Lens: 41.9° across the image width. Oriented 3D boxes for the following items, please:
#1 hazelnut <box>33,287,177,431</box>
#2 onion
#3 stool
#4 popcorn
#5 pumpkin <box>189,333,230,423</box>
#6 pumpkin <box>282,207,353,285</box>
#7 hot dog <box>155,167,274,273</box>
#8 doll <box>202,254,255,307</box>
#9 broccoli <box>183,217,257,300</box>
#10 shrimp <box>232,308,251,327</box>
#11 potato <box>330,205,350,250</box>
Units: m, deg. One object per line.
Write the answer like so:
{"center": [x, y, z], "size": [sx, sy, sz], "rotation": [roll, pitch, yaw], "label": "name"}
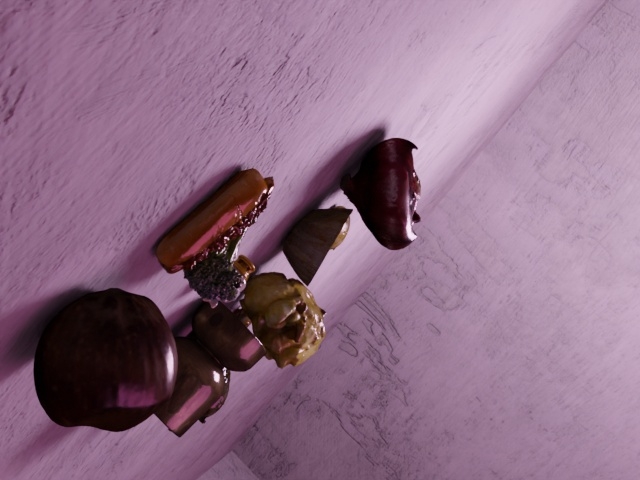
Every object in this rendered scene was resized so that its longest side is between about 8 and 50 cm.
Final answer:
{"center": [-0.316, 0.180, 1.276], "size": [0.218, 0.218, 0.234], "rotation": [-49, 168, 11], "label": "hazelnut"}
{"center": [0.143, -0.109, 1.987], "size": [0.272, 0.195, 0.272], "rotation": [1, 90, -85], "label": "onion"}
{"center": [-0.272, 0.273, 1.819], "size": [0.264, 0.179, 0.179], "rotation": [-43, 168, -13], "label": "stool"}
{"center": [-0.083, 0.180, 2.001], "size": [0.192, 0.233, 0.266], "rotation": [-19, -175, -10], "label": "popcorn"}
{"center": [-0.276, 0.314, 1.983], "size": [0.278, 0.163, 0.111], "rotation": [-47, 170, -4], "label": "pumpkin"}
{"center": [-0.017, -0.005, 1.997], "size": [0.217, 0.110, 0.217], "rotation": [-62, 176, -7], "label": "pumpkin"}
{"center": [-0.167, -0.032, 1.405], "size": [0.249, 0.076, 0.102], "rotation": [-42, 164, -19], "label": "hot dog"}
{"center": [-0.199, 0.087, 1.734], "size": [0.127, 0.073, 0.084], "rotation": [-44, -159, -21], "label": "doll"}
{"center": [-0.168, 0.010, 1.502], "size": [0.204, 0.118, 0.122], "rotation": [-63, -175, -23], "label": "broccoli"}
{"center": [-0.226, 0.220, 2.121], "size": [0.187, 0.052, 0.132], "rotation": [-43, 169, -3], "label": "shrimp"}
{"center": [0.035, -0.028, 2.168], "size": [0.091, 0.070, 0.138], "rotation": [-38, 166, -41], "label": "potato"}
